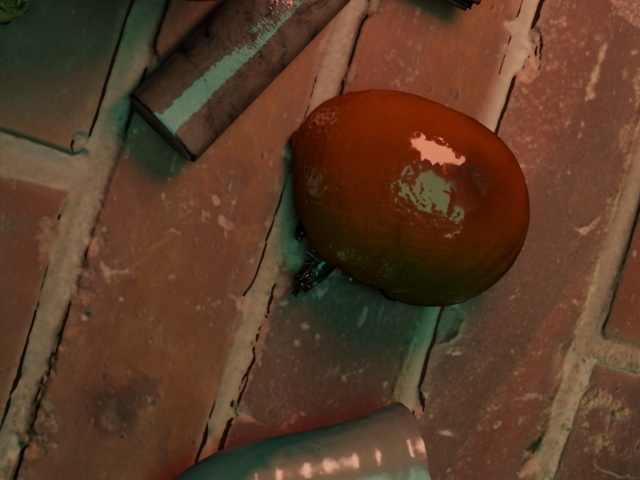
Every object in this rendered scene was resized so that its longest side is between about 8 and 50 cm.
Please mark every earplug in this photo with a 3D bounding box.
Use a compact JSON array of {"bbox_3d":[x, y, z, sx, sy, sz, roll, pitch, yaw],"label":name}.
[{"bbox_3d":[-0.039,0.316,1.528,0.324,0.185,0.185,-7,98,-14],"label":"earplug"}]

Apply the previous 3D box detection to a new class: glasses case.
[{"bbox_3d":[-0.091,-0.237,1.489,0.114,0.060,0.299,46,78,-14],"label":"glasses case"}]

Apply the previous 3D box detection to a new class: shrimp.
[{"bbox_3d":[0.000,0.000,1.573,0.091,0.034,0.161,43,72,-15],"label":"shrimp"}]

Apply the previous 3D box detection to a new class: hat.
[{"bbox_3d":[-0.367,-0.280,1.372,0.077,0.059,0.076,33,49,-32],"label":"hat"}]

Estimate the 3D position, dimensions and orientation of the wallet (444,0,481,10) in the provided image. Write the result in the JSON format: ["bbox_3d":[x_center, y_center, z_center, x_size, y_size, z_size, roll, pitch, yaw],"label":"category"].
[{"bbox_3d":[0.083,-0.423,1.540,0.317,0.044,0.169,20,73,-25],"label":"wallet"}]

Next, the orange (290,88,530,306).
[{"bbox_3d":[0.131,-0.053,1.573,0.274,0.274,0.310,-55,139,-8],"label":"orange"}]
